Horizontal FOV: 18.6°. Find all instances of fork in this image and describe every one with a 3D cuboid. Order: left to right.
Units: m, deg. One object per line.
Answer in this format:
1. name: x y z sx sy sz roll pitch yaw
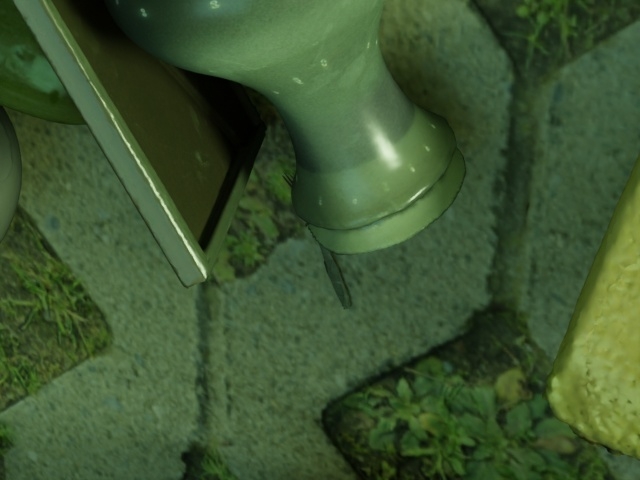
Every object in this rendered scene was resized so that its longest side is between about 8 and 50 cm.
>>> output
1. fork: 0.000 -0.001 1.305 0.016 0.012 0.115 2 129 38

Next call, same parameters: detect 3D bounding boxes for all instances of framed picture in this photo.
1. framed picture: -0.127 -0.151 1.132 0.024 0.232 0.315 -25 108 17

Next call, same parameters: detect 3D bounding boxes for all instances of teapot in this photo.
1. teapot: -0.007 -0.117 1.118 0.183 0.183 0.251 -1 134 35

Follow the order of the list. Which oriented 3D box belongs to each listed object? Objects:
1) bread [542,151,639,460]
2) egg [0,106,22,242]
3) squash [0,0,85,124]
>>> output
1. bread: 0.235 -0.008 1.032 0.167 0.163 0.264 23 132 19
2. egg: -0.309 -0.038 1.367 0.176 0.176 0.232 50 138 -9
3. squash: -0.190 -0.144 1.244 0.287 0.137 0.137 21 132 17
